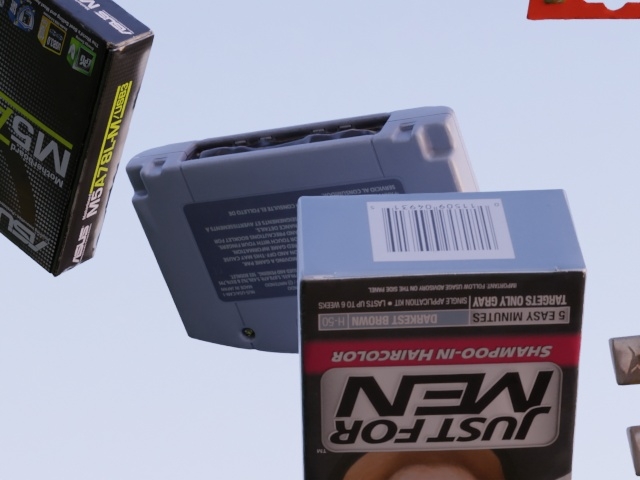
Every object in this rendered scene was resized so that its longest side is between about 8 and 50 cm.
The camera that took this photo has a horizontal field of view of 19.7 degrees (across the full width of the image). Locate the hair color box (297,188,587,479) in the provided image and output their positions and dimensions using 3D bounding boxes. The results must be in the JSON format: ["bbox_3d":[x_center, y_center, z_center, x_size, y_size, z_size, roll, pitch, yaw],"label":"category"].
[{"bbox_3d":[0.079,0.153,1.294,0.185,0.113,0.374,-2,-58,-1],"label":"hair color box"}]

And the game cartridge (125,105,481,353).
[{"bbox_3d":[0.000,0.000,1.514,0.297,0.062,0.198,-6,-57,27],"label":"game cartridge"}]

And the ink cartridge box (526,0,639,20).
[{"bbox_3d":[0.304,-0.304,1.722,0.189,0.066,0.232,-2,-62,-15],"label":"ink cartridge box"}]

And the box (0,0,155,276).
[{"bbox_3d":[-0.202,-0.102,1.161,0.190,0.045,0.184,38,-52,20],"label":"box"}]

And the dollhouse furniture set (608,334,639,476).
[{"bbox_3d":[0.288,0.129,1.343,0.135,0.259,0.262,-4,-22,-11],"label":"dollhouse furniture set"}]
